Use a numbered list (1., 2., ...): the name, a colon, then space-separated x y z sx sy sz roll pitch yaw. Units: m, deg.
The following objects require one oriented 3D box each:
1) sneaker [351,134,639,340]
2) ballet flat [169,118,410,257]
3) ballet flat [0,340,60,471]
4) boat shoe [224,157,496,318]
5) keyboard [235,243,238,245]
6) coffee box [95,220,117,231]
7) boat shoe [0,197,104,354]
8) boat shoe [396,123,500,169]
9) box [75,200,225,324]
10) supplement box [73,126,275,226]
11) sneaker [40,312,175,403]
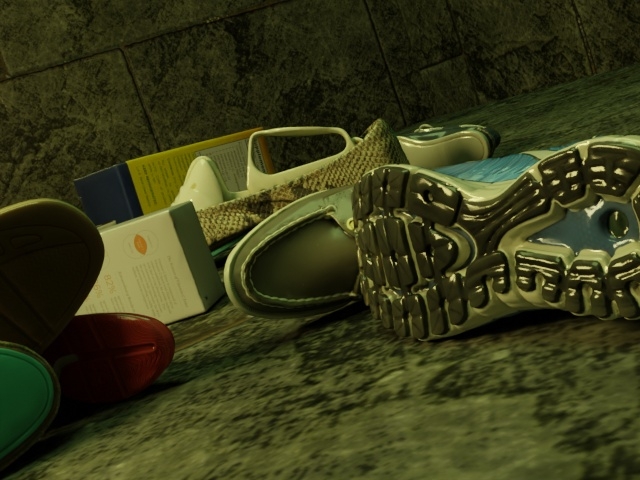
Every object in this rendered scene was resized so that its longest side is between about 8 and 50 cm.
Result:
1. sneaker: 0.147 -0.003 0.591 0.147 0.130 0.330 -9 4 -37
2. ballet flat: -0.097 -0.080 1.384 0.482 0.182 0.164 -19 9 3
3. ballet flat: -0.361 0.170 0.610 0.348 0.123 0.123 -25 10 -37
4. boat shoe: 0.062 -0.007 0.773 0.305 0.109 0.091 -18 2 -18
5. keyboard: -0.232 0.020 1.658 0.072 0.014 0.256 -18 7 -29
6. coffee box: -0.501 0.075 1.523 0.297 0.119 0.168 -26 9 -39
7. boat shoe: -0.326 0.081 0.729 0.341 0.122 0.110 -39 17 2
8. boat shoe: 0.200 -0.162 1.545 0.254 0.095 0.079 -11 13 38
9. box: -0.224 0.041 1.052 0.170 0.130 0.091 -17 7 11
10. supplement box: -0.277 -0.086 1.739 0.356 0.194 0.195 -20 7 -39
11. sneaker: -0.206 0.096 0.803 0.221 0.087 0.128 -14 11 27
